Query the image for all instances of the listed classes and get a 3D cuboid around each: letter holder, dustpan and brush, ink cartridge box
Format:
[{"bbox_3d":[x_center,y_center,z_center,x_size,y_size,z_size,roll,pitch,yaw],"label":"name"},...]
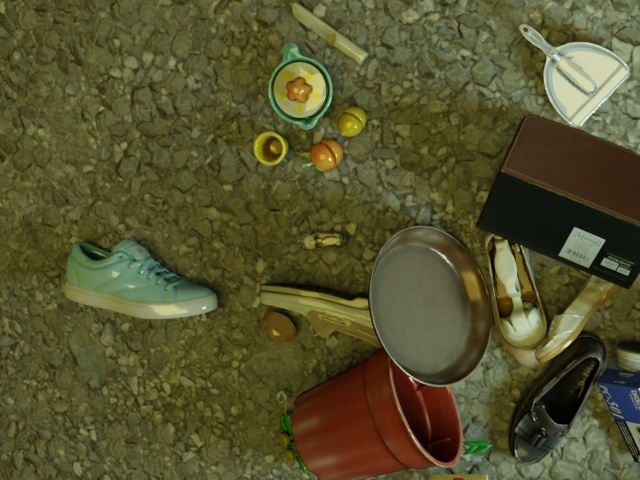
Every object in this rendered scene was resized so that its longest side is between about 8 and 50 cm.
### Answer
[{"bbox_3d":[0.478,-0.082,1.640,0.301,0.214,0.152,23,136,9],"label":"letter holder"},{"bbox_3d":[0.452,-0.330,1.636,0.211,0.060,0.147,43,107,5],"label":"dustpan and brush"},{"bbox_3d":[0.608,0.339,1.658,0.097,0.046,0.207,1,125,56],"label":"ink cartridge box"}]

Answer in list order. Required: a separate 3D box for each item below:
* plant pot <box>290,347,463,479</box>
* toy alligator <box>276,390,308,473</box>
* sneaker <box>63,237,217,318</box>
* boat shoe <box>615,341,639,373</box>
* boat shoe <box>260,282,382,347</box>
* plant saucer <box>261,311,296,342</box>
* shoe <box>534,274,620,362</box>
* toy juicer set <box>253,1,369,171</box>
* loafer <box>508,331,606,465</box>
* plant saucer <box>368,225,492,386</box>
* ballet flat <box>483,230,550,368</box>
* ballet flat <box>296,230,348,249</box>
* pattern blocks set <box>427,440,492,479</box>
[{"bbox_3d":[0.102,0.356,1.758,0.265,0.272,0.272,-26,92,26],"label":"plant pot"},{"bbox_3d":[-0.068,0.415,1.912,0.051,0.056,0.190,-13,97,58],"label":"toy alligator"},{"bbox_3d":[-0.395,0.076,1.900,0.366,0.135,0.150,7,104,13],"label":"sneaker"},{"bbox_3d":[0.702,0.281,1.644,0.320,0.118,0.103,21,100,4],"label":"boat shoe"},{"bbox_3d":[0.015,0.153,1.810,0.302,0.113,0.103,9,96,13],"label":"boat shoe"},{"bbox_3d":[-0.086,0.182,1.880,0.083,0.015,0.083,16,130,19],"label":"plant saucer"},{"bbox_3d":[0.481,0.145,1.683,0.219,0.076,0.058,-44,84,-7],"label":"shoe"},{"bbox_3d":[-0.004,-0.292,1.754,0.209,0.089,0.329,17,103,12],"label":"toy juicer set"},{"bbox_3d":[0.459,0.320,1.722,0.109,0.095,0.302,28,105,3],"label":"loafer"},{"bbox_3d":[0.205,0.127,1.689,0.050,0.310,0.311,-22,94,53],"label":"plant saucer"},{"bbox_3d":[0.376,0.112,1.707,0.107,0.106,0.316,-17,95,16],"label":"ballet flat"},{"bbox_3d":[0.000,0.000,1.827,0.114,0.041,0.041,-5,98,16],"label":"ballet flat"},{"bbox_3d":[0.283,0.563,1.765,0.285,0.026,0.325,-1,79,38],"label":"pattern blocks set"}]
